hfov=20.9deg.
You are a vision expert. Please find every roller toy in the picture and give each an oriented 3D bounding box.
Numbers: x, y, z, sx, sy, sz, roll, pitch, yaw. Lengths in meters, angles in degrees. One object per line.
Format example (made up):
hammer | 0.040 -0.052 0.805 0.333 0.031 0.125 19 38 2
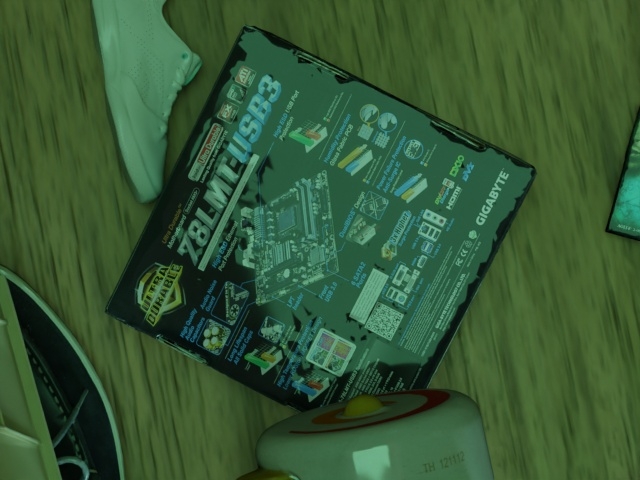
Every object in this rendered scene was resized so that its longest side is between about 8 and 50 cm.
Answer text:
roller toy | 0.044 0.200 1.441 0.209 0.191 0.146 -10 94 19

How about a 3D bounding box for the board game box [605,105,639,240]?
board game box | 0.367 -0.044 1.591 0.186 0.026 0.126 15 87 3

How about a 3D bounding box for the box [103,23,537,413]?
box | 0.000 0.000 1.561 0.293 0.073 0.295 26 96 4

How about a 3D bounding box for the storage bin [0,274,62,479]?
storage bin | -0.375 0.155 1.453 0.262 0.123 0.260 -28 66 19

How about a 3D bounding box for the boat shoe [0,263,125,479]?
boat shoe | -0.262 0.248 1.532 0.187 0.156 0.500 -17 84 3

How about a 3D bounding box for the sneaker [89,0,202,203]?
sneaker | -0.152 -0.142 1.598 0.094 0.080 0.212 -9 84 -10
